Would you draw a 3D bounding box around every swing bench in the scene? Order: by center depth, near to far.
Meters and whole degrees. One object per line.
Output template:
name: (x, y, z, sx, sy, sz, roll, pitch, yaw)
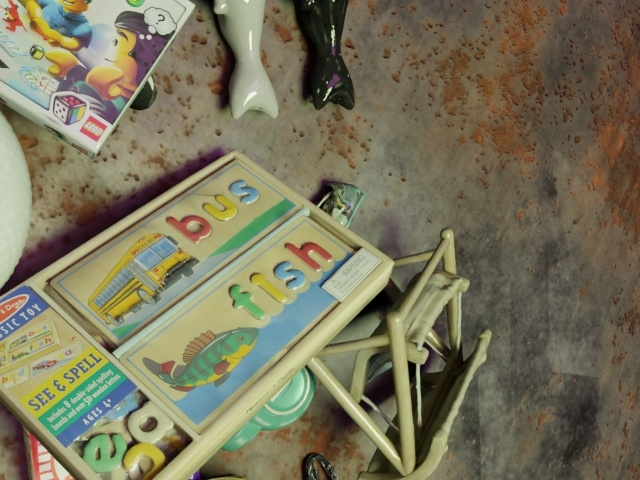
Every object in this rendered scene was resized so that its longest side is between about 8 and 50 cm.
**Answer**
swing bench: (0.121, 0.160, 0.945, 0.253, 0.165, 0.254, -46, 116, -53)

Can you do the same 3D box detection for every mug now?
mug: (-0.071, 0.197, 0.912, 0.130, 0.097, 0.157, 1, 90, -33)

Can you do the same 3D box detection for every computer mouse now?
computer mouse: (0.004, 0.431, 1.004, 0.071, 0.041, 0.242, -3, 86, -31)

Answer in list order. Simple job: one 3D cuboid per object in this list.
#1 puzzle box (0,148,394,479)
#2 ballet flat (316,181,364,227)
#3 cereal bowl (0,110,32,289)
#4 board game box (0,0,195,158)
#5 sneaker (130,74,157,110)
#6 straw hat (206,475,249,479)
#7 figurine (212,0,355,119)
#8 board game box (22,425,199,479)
puzzle box: (-0.144, 0.071, 0.763, 0.409, 0.272, 0.052, -40, 156, -34)
ballet flat: (0.000, 0.000, 0.987, 0.070, 0.070, 0.188, 32, 72, -29)
cereal bowl: (-0.443, -0.042, 0.646, 0.339, 0.141, 0.338, 1, 89, -33)
board game box: (-0.304, -0.246, 0.677, 0.305, 0.053, 0.193, 33, 76, -18)
sneaker: (-0.317, -0.227, 0.760, 0.283, 0.107, 0.124, 43, 74, -16)
straw hat: (-0.114, 0.343, 0.903, 0.145, 0.061, 0.144, 0, 115, -1)
figurine: (-0.048, -0.272, 0.936, 0.215, 0.092, 0.209, -14, 102, -31)
board game box: (-0.249, 0.244, 0.829, 0.194, 0.045, 0.146, -8, 95, -32)
